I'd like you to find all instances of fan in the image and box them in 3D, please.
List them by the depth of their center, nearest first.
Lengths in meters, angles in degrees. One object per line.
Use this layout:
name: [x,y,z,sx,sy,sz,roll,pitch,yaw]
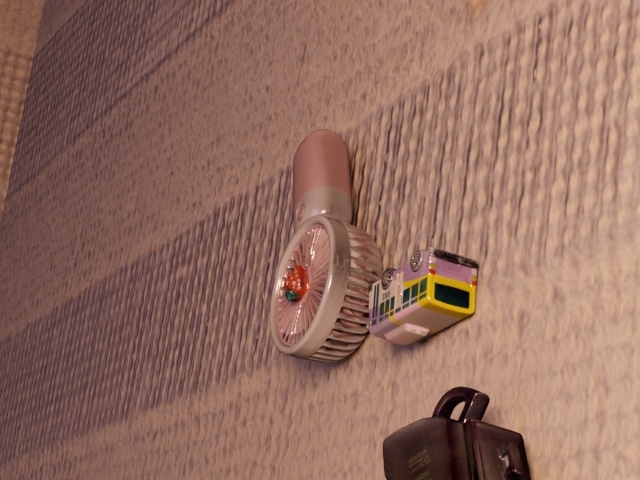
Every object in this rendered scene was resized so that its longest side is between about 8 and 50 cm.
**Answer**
fan: [0.000,0.000,1.514,0.130,0.074,0.244,-52,31,44]

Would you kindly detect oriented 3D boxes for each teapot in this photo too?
teapot: [0.108,0.175,1.143,0.096,0.087,0.177,-48,34,39]

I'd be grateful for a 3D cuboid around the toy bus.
toy bus: [0.081,0.048,1.326,0.102,0.052,0.058,-35,44,54]
